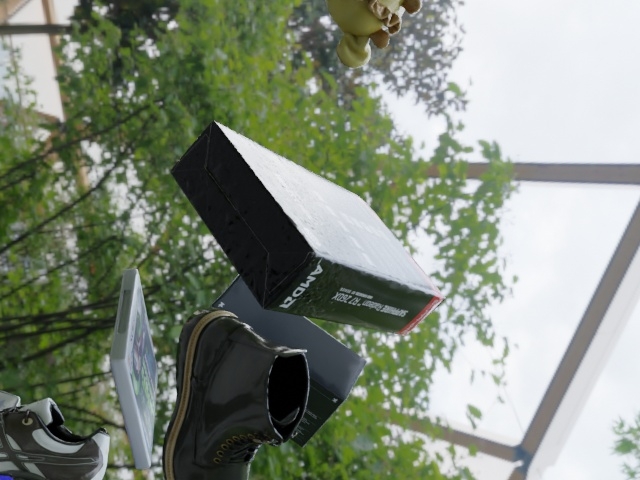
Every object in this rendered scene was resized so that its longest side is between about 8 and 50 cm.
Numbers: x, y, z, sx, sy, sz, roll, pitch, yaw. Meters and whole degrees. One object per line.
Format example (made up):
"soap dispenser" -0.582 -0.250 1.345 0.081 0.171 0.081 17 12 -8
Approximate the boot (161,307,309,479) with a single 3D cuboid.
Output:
"boot" -0.063 0.162 0.560 0.137 0.076 0.198 9 -76 53

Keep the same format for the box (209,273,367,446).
"box" -0.081 0.204 1.210 0.261 0.103 0.184 35 -44 2

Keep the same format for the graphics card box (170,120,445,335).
"graphics card box" 0.000 0.000 0.933 0.094 0.371 0.233 -45 -119 14

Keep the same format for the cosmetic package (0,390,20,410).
"cosmetic package" -0.618 0.390 1.259 0.153 0.129 0.296 -73 -176 -46

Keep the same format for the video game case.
"video game case" -0.234 0.162 0.912 0.173 0.022 0.191 -102 -170 -55

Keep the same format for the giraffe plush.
"giraffe plush" 0.026 -0.282 0.715 0.181 0.170 0.210 -40 -163 45

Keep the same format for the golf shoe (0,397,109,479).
"golf shoe" -0.288 0.176 0.651 0.094 0.198 0.077 -66 -169 -3

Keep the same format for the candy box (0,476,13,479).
"candy box" -0.461 0.411 0.856 0.268 0.122 0.317 43 20 -53
